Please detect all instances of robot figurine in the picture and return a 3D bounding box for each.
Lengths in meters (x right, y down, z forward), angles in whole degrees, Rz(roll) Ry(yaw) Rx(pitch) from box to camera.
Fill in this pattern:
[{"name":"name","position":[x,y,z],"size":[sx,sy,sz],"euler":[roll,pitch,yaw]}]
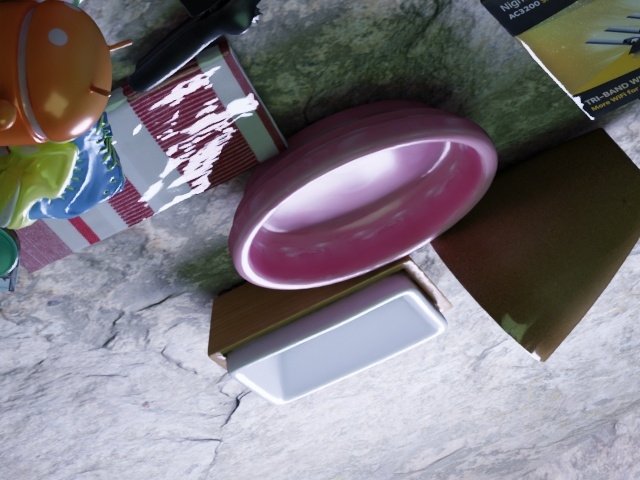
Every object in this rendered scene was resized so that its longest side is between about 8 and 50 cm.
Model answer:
[{"name":"robot figurine","position":[-0.277,-0.146,1.535],"size":[0.219,0.128,0.158],"euler":[-2,174,12]}]

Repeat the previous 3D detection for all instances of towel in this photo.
[{"name":"towel","position":[-0.214,-0.087,1.864],"size":[0.329,0.037,0.237],"euler":[-25,154,4]}]

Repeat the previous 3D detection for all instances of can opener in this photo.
[{"name":"can opener","position":[-0.119,-0.202,1.690],"size":[0.186,0.073,0.059],"euler":[-37,-170,38]}]

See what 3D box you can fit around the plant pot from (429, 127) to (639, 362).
[{"name":"plant pot","position":[0.300,-0.015,2.242],"size":[0.254,0.237,0.237],"euler":[-41,152,9]}]

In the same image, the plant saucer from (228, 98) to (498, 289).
[{"name":"plant saucer","position":[0.041,-0.060,2.057],"size":[0.332,0.084,0.332],"euler":[-20,156,-9]}]

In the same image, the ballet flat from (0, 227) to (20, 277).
[{"name":"ballet flat","position":[-0.449,0.002,1.792],"size":[0.280,0.096,0.095],"euler":[-3,108,-16]}]

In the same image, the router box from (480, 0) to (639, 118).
[{"name":"router box","position":[0.344,-0.269,1.768],"size":[0.309,0.081,0.243],"euler":[-26,140,26]}]

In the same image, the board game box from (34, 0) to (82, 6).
[{"name":"board game box","position":[-0.265,-0.253,1.477],"size":[0.259,0.039,0.124],"euler":[0,150,-44]}]

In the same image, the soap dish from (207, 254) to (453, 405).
[{"name":"soap dish","position":[0.011,0.097,2.328],"size":[0.291,0.118,0.229],"euler":[-26,156,9]}]

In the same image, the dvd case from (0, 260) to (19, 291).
[{"name":"dvd case","position":[-0.393,0.033,1.938],"size":[0.119,0.013,0.087],"euler":[3,157,-13]}]

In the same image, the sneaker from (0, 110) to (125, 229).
[{"name":"sneaker","position":[-0.236,-0.106,1.719],"size":[0.126,0.091,0.240],"euler":[2,140,-39]}]
